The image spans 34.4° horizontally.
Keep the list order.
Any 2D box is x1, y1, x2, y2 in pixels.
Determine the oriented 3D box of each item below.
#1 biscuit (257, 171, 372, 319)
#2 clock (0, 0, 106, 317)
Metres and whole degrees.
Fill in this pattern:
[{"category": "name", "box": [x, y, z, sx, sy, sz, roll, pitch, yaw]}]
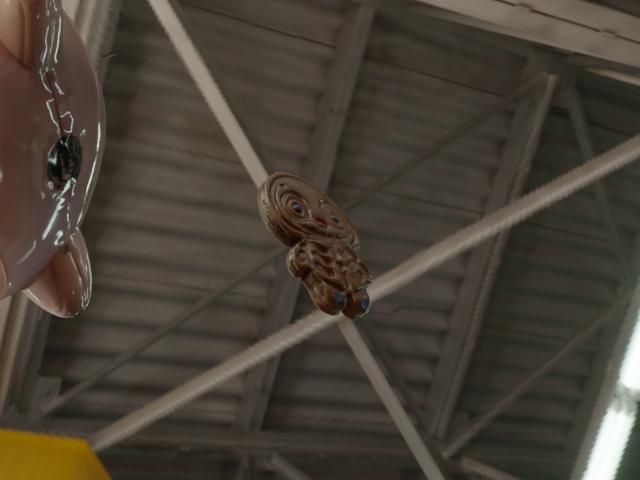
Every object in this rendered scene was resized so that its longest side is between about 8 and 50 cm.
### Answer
[{"category": "biscuit", "box": [0.000, 0.000, 1.019, 0.124, 0.175, 0.026, 13, -48, -44]}, {"category": "clock", "box": [-0.333, -0.103, 0.766, 0.376, 0.250, 0.368, 13, -57, 17]}]
